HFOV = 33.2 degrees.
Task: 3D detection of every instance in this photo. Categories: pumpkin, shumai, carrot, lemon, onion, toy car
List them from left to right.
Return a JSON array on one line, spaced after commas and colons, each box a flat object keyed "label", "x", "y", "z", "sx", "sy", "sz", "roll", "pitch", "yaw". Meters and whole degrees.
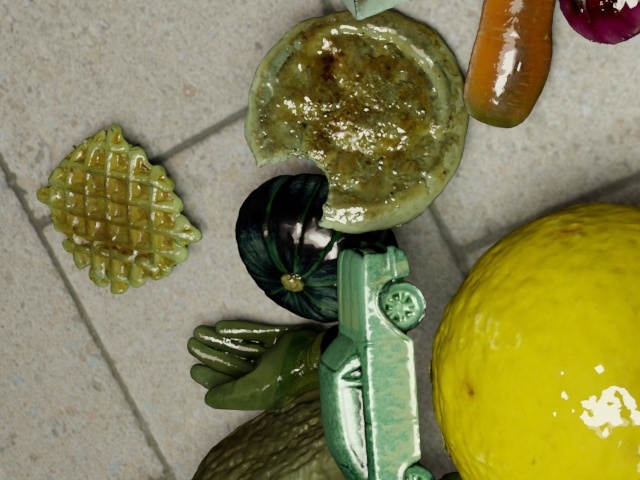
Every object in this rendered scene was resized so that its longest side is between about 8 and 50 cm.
[{"label": "pumpkin", "x": -0.005, "y": 0.010, "z": 1.220, "sx": 0.194, "sy": 0.150, "sz": 0.194, "roll": 7, "pitch": 111, "yaw": 19}, {"label": "shumai", "x": 0.007, "y": 0.362, "z": 1.294, "sx": 0.330, "sy": 0.292, "sz": 0.288, "roll": -33, "pitch": 107, "yaw": -2}, {"label": "toy car", "x": 0.052, "y": 0.162, "z": 1.079, "sx": 0.097, "sy": 0.141, "sz": 0.320, "roll": -4, "pitch": 93, "yaw": -10}, {"label": "carrot", "x": 0.199, "y": -0.212, "z": 1.094, "sx": 0.087, "sy": 0.087, "sz": 0.193, "roll": 18, "pitch": 110, "yaw": 18}, {"label": "onion", "x": 0.278, "y": -0.246, "z": 1.035, "sx": 0.115, "sy": 0.104, "sz": 0.115, "roll": 9, "pitch": 105, "yaw": 38}, {"label": "lemon", "x": 0.280, "y": 0.137, "z": 1.010, "sx": 0.350, "sy": 0.387, "sz": 0.349, "roll": -1, "pitch": 92, "yaw": -14}]

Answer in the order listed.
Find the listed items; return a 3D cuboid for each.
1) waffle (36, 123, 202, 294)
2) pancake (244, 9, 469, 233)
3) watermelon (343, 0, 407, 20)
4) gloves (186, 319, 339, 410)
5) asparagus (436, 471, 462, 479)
[{"label": "waffle", "x": -0.262, "y": -0.034, "z": 1.376, "sx": 0.214, "sy": 0.054, "sz": 0.208, "roll": -37, "pitch": 93, "yaw": 35}, {"label": "pancake", "x": 0.043, "y": -0.136, "z": 1.143, "sx": 0.254, "sy": 0.037, "sz": 0.253, "roll": 0, "pitch": 80, "yaw": -1}, {"label": "watermelon", "x": 0.068, "y": -0.399, "z": 1.017, "sx": 0.320, "sy": 0.214, "sz": 0.289, "roll": -26, "pitch": 82, "yaw": 41}, {"label": "gloves", "x": -0.059, "y": 0.153, "z": 1.313, "sx": 0.268, "sy": 0.135, "sz": 0.107, "roll": -3, "pitch": 130, "yaw": 38}, {"label": "asparagus", "x": 0.243, "y": 0.281, "z": 1.199, "sx": 0.343, "sy": 0.085, "sz": 0.082, "roll": -15, "pitch": 96, "yaw": -2}]
